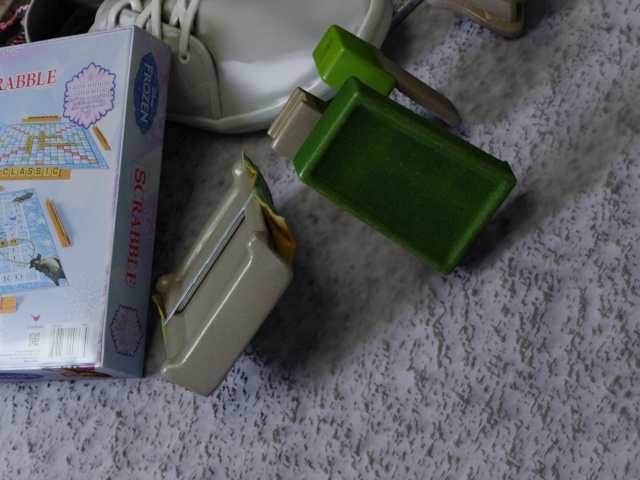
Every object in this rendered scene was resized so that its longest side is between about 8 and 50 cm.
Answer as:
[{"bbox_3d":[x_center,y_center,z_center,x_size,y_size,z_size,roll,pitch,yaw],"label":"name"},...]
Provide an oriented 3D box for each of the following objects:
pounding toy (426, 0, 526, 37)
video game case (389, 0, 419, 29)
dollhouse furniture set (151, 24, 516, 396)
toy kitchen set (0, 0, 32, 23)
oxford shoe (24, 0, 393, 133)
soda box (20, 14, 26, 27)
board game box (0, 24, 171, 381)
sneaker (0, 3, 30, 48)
[{"bbox_3d":[0.176,-0.301,1.457,0.154,0.155,0.269,7,70,10],"label":"pounding toy"},{"bbox_3d":[0.055,-0.230,1.541,0.122,0.011,0.087,-44,42,3],"label":"video game case"},{"bbox_3d":[0.000,0.000,1.367,0.301,0.151,0.197,-55,18,15],"label":"dollhouse furniture set"},{"bbox_3d":[-0.339,-0.282,1.858,0.075,0.068,0.083,21,73,46],"label":"toy kitchen set"},{"bbox_3d":[-0.129,-0.200,1.576,0.449,0.130,0.169,3,61,40],"label":"oxford shoe"},{"bbox_3d":[-0.243,-0.286,1.792,0.063,0.058,0.183,28,79,47],"label":"soda box"},{"bbox_3d":[-0.297,-0.026,1.536,0.318,0.066,0.318,-3,75,30],"label":"board game box"},{"bbox_3d":[-0.342,-0.225,1.840,0.119,0.047,0.057,-20,54,36],"label":"sneaker"}]
